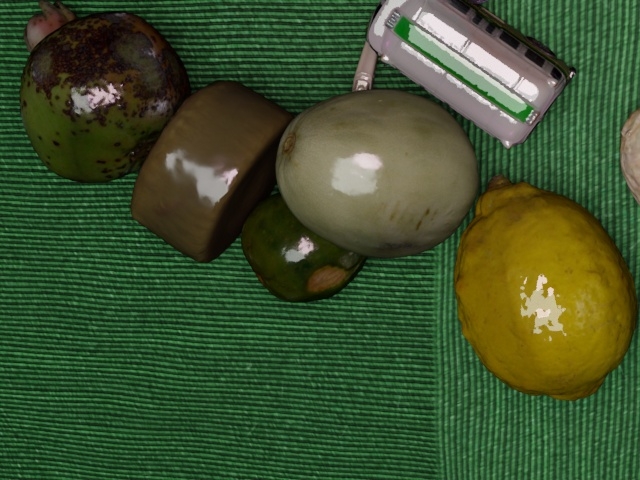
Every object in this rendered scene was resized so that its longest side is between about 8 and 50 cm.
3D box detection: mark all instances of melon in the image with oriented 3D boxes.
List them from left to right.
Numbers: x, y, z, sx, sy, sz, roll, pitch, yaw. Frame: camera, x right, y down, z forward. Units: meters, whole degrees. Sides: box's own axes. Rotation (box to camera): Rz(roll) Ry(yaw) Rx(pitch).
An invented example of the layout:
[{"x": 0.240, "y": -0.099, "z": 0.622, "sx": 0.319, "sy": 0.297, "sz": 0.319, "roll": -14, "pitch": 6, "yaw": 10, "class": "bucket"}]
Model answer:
[{"x": 0.088, "y": -0.097, "z": 1.805, "sx": 0.308, "sy": 0.272, "sz": 0.272, "roll": 0, "pitch": 107, "yaw": -1, "class": "melon"}]

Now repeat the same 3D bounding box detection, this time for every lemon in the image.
[{"x": 0.334, "y": 0.077, "z": 1.839, "sx": 0.285, "sy": 0.285, "sz": 0.316, "roll": -1, "pitch": 121, "yaw": 15, "class": "lemon"}]

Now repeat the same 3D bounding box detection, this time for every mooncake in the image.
[{"x": -0.167, "y": -0.113, "z": 1.907, "sx": 0.155, "sy": 0.284, "sz": 0.284, "roll": 35, "pitch": 112, "yaw": 7, "class": "mooncake"}]

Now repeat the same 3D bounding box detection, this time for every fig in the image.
[{"x": 0.000, "y": 0.000, "z": 1.969, "sx": 0.245, "sy": 0.195, "sz": 0.195, "roll": -20, "pitch": 103, "yaw": -14, "class": "fig"}]

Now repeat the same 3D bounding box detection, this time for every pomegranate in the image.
[{"x": -0.365, "y": -0.263, "z": 1.947, "sx": 0.285, "sy": 0.285, "sz": 0.341, "roll": -49, "pitch": 64, "yaw": 22, "class": "pomegranate"}]

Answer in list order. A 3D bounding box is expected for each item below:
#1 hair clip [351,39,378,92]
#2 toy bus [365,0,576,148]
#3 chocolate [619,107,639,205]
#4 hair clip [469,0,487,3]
[{"x": 0.060, "y": -0.214, "z": 1.927, "sx": 0.034, "sy": 0.072, "sz": 0.226, "roll": 14, "pitch": 109, "yaw": 7, "class": "hair clip"}, {"x": 0.209, "y": -0.271, "z": 1.811, "sx": 0.305, "sy": 0.179, "sz": 0.143, "roll": 36, "pitch": 112, "yaw": 2, "class": "toy bus"}, {"x": 0.539, "y": -0.056, "z": 1.816, "sx": 0.134, "sy": 0.134, "sz": 0.309, "roll": -25, "pitch": 97, "yaw": 20, "class": "chocolate"}, {"x": 0.236, "y": -0.485, "z": 1.795, "sx": 0.137, "sy": 0.090, "sz": 0.278, "roll": 4, "pitch": 98, "yaw": 27, "class": "hair clip"}]
